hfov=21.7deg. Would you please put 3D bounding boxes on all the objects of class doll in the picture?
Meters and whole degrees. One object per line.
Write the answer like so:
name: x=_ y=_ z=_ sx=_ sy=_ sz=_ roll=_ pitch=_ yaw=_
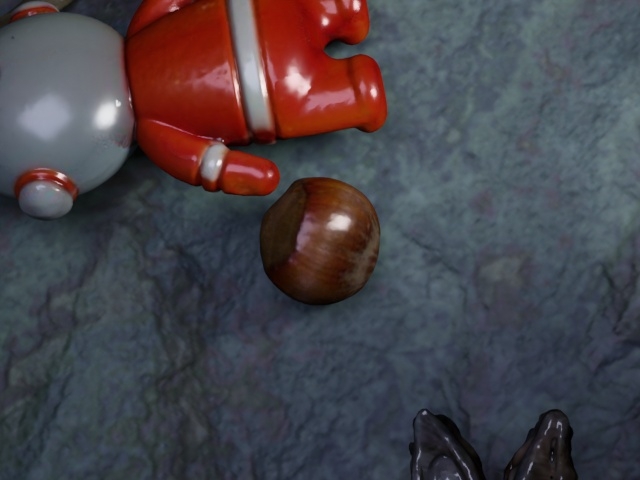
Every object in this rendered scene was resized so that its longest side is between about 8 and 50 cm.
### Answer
doll: x=-0.127 y=-0.099 z=1.142 sx=0.336 sy=0.105 sz=0.200 roll=-11 pitch=62 yaw=2

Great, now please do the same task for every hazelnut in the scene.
hazelnut: x=0.000 y=0.000 z=1.106 sx=0.086 sy=0.086 sz=0.086 roll=-3 pitch=75 yaw=11

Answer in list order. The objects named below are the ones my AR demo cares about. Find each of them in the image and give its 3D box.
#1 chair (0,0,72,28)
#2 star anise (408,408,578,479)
chair: x=-0.290 y=-0.283 z=1.190 sx=0.272 sy=0.166 sz=0.188 roll=39 pitch=86 yaw=19
star anise: x=0.106 y=0.216 z=1.008 sx=0.236 sy=0.109 sz=0.223 roll=-44 pitch=76 yaw=12
